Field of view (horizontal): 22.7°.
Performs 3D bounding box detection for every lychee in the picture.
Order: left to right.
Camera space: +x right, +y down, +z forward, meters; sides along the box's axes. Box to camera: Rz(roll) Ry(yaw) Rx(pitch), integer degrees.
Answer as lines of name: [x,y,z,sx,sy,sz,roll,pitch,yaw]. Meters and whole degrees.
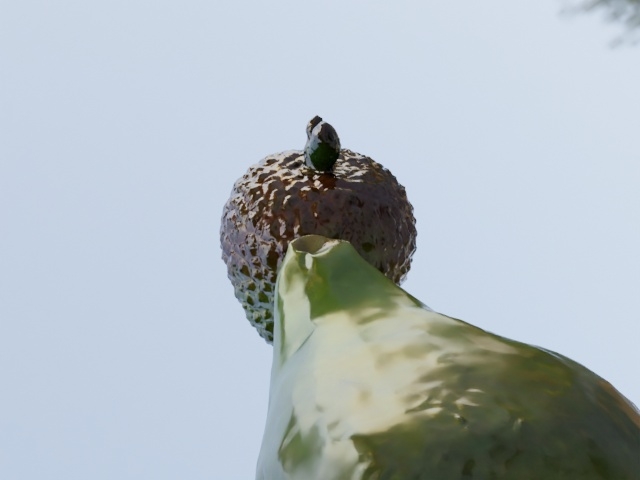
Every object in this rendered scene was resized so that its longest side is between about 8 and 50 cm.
lychee: [0.000,0.000,0.894,0.114,0.114,0.146,-30,-55,-51]

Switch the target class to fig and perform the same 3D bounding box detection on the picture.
fig: [0.043,0.109,0.753,0.206,0.206,0.275,2,-138,-45]
